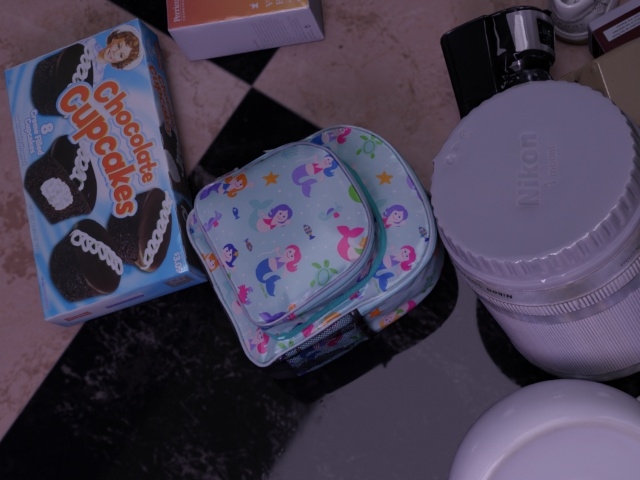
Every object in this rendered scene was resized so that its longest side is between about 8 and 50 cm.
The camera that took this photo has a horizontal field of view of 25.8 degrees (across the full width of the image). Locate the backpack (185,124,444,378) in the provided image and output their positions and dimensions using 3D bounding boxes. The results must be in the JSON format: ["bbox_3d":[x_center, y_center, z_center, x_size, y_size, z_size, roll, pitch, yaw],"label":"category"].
[{"bbox_3d":[0.000,0.000,1.502,0.253,0.191,0.225,-27,68,-1],"label":"backpack"}]

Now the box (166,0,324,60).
[{"bbox_3d":[-0.091,-0.299,1.653,0.170,0.091,0.130,-9,72,9],"label":"box"}]

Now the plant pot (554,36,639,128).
[{"bbox_3d":[0.305,-0.146,1.455,0.096,0.109,0.109,-12,81,-35],"label":"plant pot"}]

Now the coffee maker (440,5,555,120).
[{"bbox_3d":[0.190,-0.150,1.536,0.171,0.120,0.178,-13,71,8],"label":"coffee maker"}]

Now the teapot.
[{"bbox_3d":[0.241,0.237,1.384,0.256,0.187,0.252,15,103,-5],"label":"teapot"}]

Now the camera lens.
[{"bbox_3d":[0.249,-0.002,1.381,0.219,0.274,0.219,-14,56,21],"label":"camera lens"}]

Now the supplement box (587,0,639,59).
[{"bbox_3d":[0.404,-0.159,1.519,0.130,0.073,0.239,-27,69,3],"label":"supplement box"}]

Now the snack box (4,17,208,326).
[{"bbox_3d":[-0.253,-0.079,1.626,0.187,0.060,0.322,-19,71,15],"label":"snack box"}]

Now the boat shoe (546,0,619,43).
[{"bbox_3d":[0.328,-0.362,1.582,0.098,0.096,0.277,16,77,16],"label":"boat shoe"}]
